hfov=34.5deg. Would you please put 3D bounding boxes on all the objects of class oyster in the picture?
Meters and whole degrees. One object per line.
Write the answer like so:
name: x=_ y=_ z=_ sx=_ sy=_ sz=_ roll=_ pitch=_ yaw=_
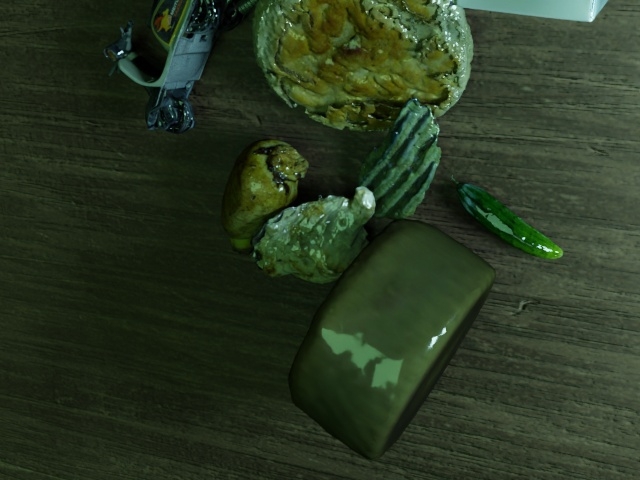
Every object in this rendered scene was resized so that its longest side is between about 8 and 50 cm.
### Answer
oyster: x=0.000 y=0.000 z=1.338 sx=0.163 sy=0.081 sz=0.191 roll=15 pitch=126 yaw=-25

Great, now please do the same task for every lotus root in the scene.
lotus root: x=-0.089 y=-0.055 z=1.372 sx=0.094 sy=0.108 sz=0.190 roll=38 pitch=132 yaw=1

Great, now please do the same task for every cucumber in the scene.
cucumber: x=0.224 y=-0.023 z=1.276 sx=0.168 sy=0.039 sz=0.039 roll=36 pitch=122 yaw=5

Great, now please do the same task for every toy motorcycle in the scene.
toy motorcycle: x=-0.195 y=-0.267 z=1.341 sx=0.157 sy=0.091 sz=0.263 roll=36 pitch=120 yaw=17

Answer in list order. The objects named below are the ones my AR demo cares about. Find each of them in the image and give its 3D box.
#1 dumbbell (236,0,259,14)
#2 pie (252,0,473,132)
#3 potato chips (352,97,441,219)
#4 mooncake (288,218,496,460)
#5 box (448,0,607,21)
dumbbell: x=-0.007 y=-0.340 z=1.221 sx=0.254 sy=0.081 sz=0.081 roll=-28 pitch=98 yaw=33
pie: x=0.047 y=-0.231 z=1.214 sx=0.274 sy=0.055 sz=0.274 roll=10 pitch=137 yaw=9
potato chips: x=0.103 y=-0.093 z=1.282 sx=0.092 sy=0.028 sz=0.207 roll=36 pitch=138 yaw=3
mooncake: x=0.083 y=0.115 z=1.262 sx=0.156 sy=0.284 sz=0.284 roll=34 pitch=122 yaw=15
box: x=0.228 y=-0.285 z=1.023 sx=0.135 sy=0.269 sz=0.079 roll=11 pitch=116 yaw=19
